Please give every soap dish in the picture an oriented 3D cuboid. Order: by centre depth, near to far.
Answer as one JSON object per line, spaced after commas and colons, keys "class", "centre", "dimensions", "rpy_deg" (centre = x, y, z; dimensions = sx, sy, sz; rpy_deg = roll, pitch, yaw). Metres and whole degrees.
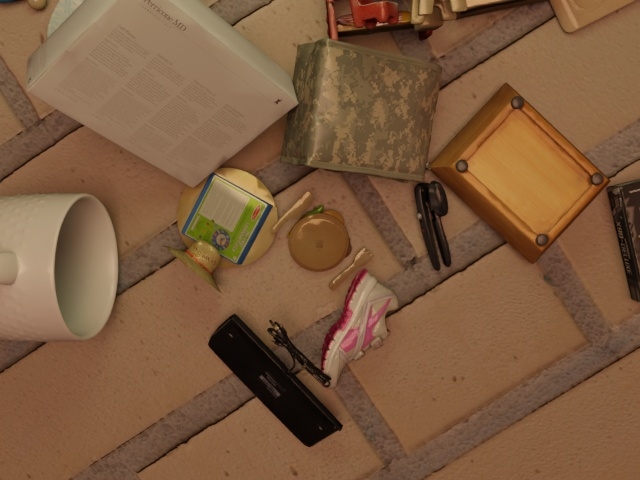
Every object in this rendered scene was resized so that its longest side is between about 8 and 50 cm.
{"class": "soap dish", "centre": [0.395, -0.131, 1.423], "dimensions": [0.291, 0.118, 0.229], "rpy_deg": [43, 93, -1]}

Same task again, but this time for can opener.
{"class": "can opener", "centre": [0.225, -0.029, 1.463], "dimensions": [0.059, 0.073, 0.186], "rpy_deg": [-11, 103, -7]}

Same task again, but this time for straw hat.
{"class": "straw hat", "centre": [-0.232, 0.035, 1.437], "dimensions": [0.144, 0.144, 0.061], "rpy_deg": [41, 85, -2]}

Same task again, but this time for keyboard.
{"class": "keyboard", "centre": [-0.074, 0.268, 1.457], "dimensions": [0.317, 0.033, 0.201], "rpy_deg": [46, 130, -3]}

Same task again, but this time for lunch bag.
{"class": "lunch bag", "centre": [0.090, -0.240, 1.388], "dimensions": [0.287, 0.169, 0.235], "rpy_deg": [6, 96, -25]}

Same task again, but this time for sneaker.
{"class": "sneaker", "centre": [0.078, 0.192, 1.456], "dimensions": [0.111, 0.103, 0.252], "rpy_deg": [25, 98, -5]}

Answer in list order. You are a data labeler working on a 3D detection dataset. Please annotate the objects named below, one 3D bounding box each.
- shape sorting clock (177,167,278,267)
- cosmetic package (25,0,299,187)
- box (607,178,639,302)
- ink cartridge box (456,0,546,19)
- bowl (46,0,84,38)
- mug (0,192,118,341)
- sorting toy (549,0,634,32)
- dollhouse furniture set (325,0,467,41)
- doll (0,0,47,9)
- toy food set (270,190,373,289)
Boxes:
{"class": "shape sorting clock", "centre": [-0.188, -0.045, 1.470], "dimensions": [0.206, 0.040, 0.206], "rpy_deg": [1, 100, 7]}
{"class": "cosmetic package", "centre": [-0.267, -0.278, 1.276], "dimensions": [0.284, 0.377, 0.097], "rpy_deg": [-33, 50, 24]}
{"class": "box", "centre": [0.754, -0.028, 1.448], "dimensions": [0.307, 0.076, 0.243], "rpy_deg": [-13, 94, 1]}
{"class": "ink cartridge box", "centre": [0.335, -0.566, 1.395], "dimensions": [0.193, 0.088, 0.235], "rpy_deg": [-10, 94, 11]}
{"class": "bowl", "centre": [-0.353, -0.421, 1.372], "dimensions": [0.289, 0.289, 0.156], "rpy_deg": [-42, 134, 3]}
{"class": "mug", "centre": [-0.595, 0.050, 1.318], "dimensions": [0.328, 0.374, 0.276], "rpy_deg": [0, 89, 7]}
{"class": "sorting toy", "centre": [0.541, -0.540, 1.437], "dimensions": [0.208, 0.038, 0.193], "rpy_deg": [-26, 93, 7]}
{"class": "dollhouse furniture set", "centre": [0.113, -0.441, 1.278], "dimensions": [0.201, 0.374, 0.152], "rpy_deg": [-7, 98, -1]}
{"class": "doll", "centre": [-0.622, -0.526, 1.437], "dimensions": [0.189, 0.046, 0.129], "rpy_deg": [41, 84, -9]}
{"class": "toy food set", "centre": [0.000, 0.000, 1.480], "dimensions": [0.132, 0.038, 0.192], "rpy_deg": [-43, 104, 8]}
